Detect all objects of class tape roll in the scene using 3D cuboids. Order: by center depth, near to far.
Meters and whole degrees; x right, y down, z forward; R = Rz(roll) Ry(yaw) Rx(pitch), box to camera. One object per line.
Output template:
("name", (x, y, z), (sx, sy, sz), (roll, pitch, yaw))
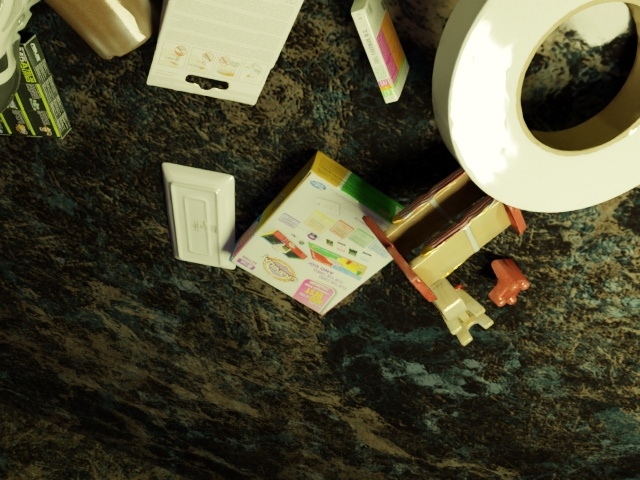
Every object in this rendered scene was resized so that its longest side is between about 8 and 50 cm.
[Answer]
("tape roll", (0.341, -0.217, 0.803), (0.393, 0.072, 0.391), (-6, 124, -9))

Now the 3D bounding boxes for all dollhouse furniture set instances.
("dollhouse furniture set", (0.250, 0.025, 1.103), (0.201, 0.152, 0.374), (-38, 146, 5))

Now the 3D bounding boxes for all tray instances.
("tray", (-0.248, -0.035, 1.269), (0.145, 0.030, 0.270), (10, 135, 4))

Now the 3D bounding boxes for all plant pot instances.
("plant pot", (-0.317, -0.363, 0.882), (0.167, 0.166, 0.165), (-12, 138, 25))

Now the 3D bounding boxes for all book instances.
("book", (0.086, -0.283, 0.887), (0.035, 0.096, 0.144), (-10, 130, 23))

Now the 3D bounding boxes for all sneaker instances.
("sneaker", (-0.534, -0.311, 0.949), (0.123, 0.146, 0.330), (30, 124, -7))

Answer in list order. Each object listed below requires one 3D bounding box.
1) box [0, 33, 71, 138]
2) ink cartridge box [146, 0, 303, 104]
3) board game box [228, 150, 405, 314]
("box", (-0.565, -0.275, 1.107), (0.184, 0.045, 0.190), (3, 134, 9))
("ink cartridge box", (-0.143, -0.312, 0.907), (0.181, 0.056, 0.224), (6, 142, -26))
("board game box", (0.000, 0.000, 1.213), (0.242, 0.064, 0.316), (32, 133, -17))
